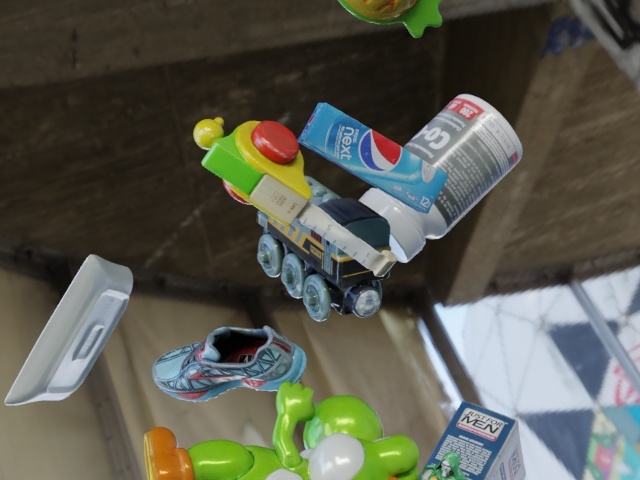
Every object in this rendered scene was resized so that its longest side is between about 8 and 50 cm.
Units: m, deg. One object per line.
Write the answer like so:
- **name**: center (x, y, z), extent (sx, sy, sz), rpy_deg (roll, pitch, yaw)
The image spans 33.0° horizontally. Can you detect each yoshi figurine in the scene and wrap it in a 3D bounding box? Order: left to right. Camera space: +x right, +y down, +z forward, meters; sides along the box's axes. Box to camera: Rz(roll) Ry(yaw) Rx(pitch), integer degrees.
- **yoshi figurine**: center (-0.053, 0.300, 1.456), extent (0.362, 0.203, 0.203), rpy_deg (-6, -21, -13)

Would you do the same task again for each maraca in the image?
- **maraca**: center (0.091, -0.340, 1.405), extent (0.186, 0.099, 0.127), rpy_deg (22, -88, -25)

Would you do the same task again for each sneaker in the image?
- **sneaker**: center (-0.159, 0.174, 1.681), extent (0.262, 0.104, 0.125), rpy_deg (-11, -38, 21)

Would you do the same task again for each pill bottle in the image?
- **pill bottle**: center (0.200, -0.106, 1.877), extent (0.283, 0.161, 0.161), rpy_deg (-44, -31, -11)

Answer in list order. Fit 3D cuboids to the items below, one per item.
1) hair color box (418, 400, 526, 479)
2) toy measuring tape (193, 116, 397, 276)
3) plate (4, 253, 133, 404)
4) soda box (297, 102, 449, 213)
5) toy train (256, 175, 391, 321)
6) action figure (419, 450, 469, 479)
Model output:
- **hair color box**: center (0.203, 0.448, 1.713), extent (0.347, 0.105, 0.174), rpy_deg (-53, -34, -30)
- **toy measuring tape**: center (-0.030, -0.074, 1.503), extent (0.330, 0.121, 0.121), rpy_deg (33, -55, -10)
- **plate**: center (-0.413, 0.164, 1.852), extent (0.278, 0.045, 0.277), rpy_deg (-61, -7, -4)
- **soda box**: center (0.075, -0.118, 1.554), extent (0.210, 0.071, 0.067), rpy_deg (29, -89, -10)
- **toy train**: center (0.000, 0.000, 1.792), extent (0.142, 0.334, 0.190), rpy_deg (-9, -63, -27)
- **action figure**: center (0.155, 0.386, 1.437), extent (0.063, 0.137, 0.232), rpy_deg (-15, -63, -59)
